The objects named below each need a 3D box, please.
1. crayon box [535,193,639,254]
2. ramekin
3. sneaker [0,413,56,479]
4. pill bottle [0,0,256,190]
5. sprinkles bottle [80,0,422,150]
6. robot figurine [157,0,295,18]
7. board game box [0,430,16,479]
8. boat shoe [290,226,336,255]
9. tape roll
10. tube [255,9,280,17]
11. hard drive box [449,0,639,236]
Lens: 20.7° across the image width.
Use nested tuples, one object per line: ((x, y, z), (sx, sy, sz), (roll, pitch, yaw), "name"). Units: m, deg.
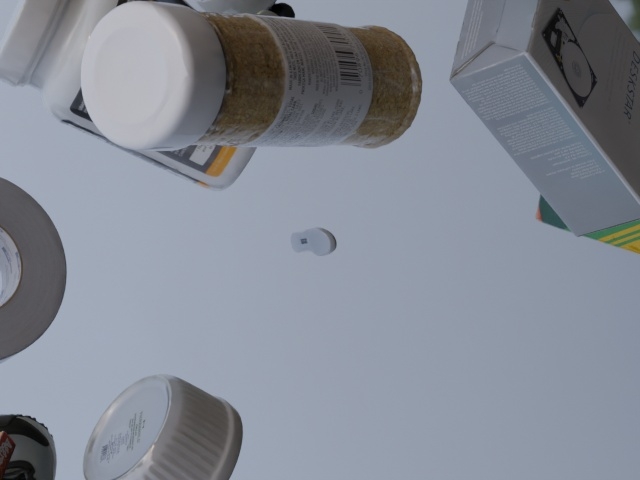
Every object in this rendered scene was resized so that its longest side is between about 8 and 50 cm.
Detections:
((0.420, -0.018, 1.961), (0.202, 0.318, 0.081), (6, -81, -35), "crayon box")
((-0.207, 0.268, 2.227), (0.109, 0.207, 0.207), (39, -151, -29), "ramekin")
((-0.375, 0.330, 2.225), (0.108, 0.100, 0.271), (-107, 8, -54), "sneaker")
((-0.193, -0.174, 1.839), (0.278, 0.162, 0.162), (25, -149, -15), "pill bottle")
((-0.050, -0.139, 1.543), (0.355, 0.121, 0.121), (-4, -104, -55), "sprinkles bottle")
((-0.152, -0.338, 2.240), (0.278, 0.209, 0.173), (-20, 75, 60), "robot figurine")
((-0.470, 0.315, 1.948), (0.027, 0.281, 0.145), (53, -156, -24), "board game box")
((0.000, 0.000, 2.139), (0.100, 0.035, 0.035), (-5, 96, 63), "boat shoe")
((-0.397, 0.035, 1.949), (0.072, 0.219, 0.219), (-30, 73, 58), "tape roll")
((-0.134, -0.191, 2.127), (0.070, 0.240, 0.062), (46, -146, -18), "tube")
((0.232, -0.149, 1.666), (0.232, 0.089, 0.181), (46, -137, -33), "hard drive box")
